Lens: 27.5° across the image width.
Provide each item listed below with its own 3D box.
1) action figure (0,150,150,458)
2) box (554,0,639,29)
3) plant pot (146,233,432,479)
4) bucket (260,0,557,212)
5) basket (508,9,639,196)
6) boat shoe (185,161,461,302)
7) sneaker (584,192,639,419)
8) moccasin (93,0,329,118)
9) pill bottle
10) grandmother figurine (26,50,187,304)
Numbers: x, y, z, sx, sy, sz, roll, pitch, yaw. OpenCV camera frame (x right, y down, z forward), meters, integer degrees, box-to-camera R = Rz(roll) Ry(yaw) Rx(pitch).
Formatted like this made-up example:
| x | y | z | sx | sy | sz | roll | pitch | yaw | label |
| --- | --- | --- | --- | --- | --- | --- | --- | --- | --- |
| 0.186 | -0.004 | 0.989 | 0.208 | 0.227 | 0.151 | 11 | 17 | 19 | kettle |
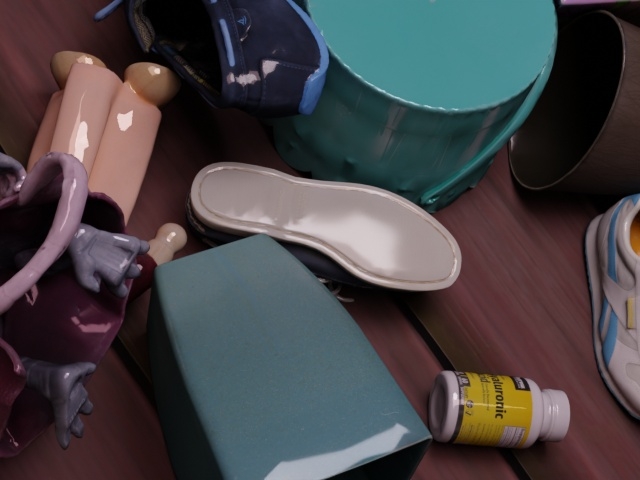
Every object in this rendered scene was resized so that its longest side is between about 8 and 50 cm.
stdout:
| x | y | z | sx | sy | sz | roll | pitch | yaw | label |
| --- | --- | --- | --- | --- | --- | --- | --- | --- | --- |
| -0.323 | 0.008 | 0.952 | 0.370 | 0.275 | 0.248 | 28 | 79 | 14 | action figure |
| 0.338 | -0.284 | 1.304 | 0.243 | 0.213 | 0.117 | -4 | 93 | 1 | box |
| -0.048 | 0.124 | 1.082 | 0.166 | 0.165 | 0.234 | -17 | 62 | -22 | plant pot |
| 0.081 | -0.182 | 1.247 | 0.281 | 0.183 | 0.281 | 6 | 65 | -13 | bucket |
| 0.335 | -0.115 | 1.292 | 0.227 | 0.204 | 0.154 | 9 | 54 | -21 | basket |
| 0.000 | 0.000 | 1.197 | 0.255 | 0.079 | 0.095 | 11 | 65 | -7 | boat shoe |
| 0.311 | 0.065 | 1.240 | 0.087 | 0.092 | 0.228 | -4 | 70 | -18 | sneaker |
| -0.122 | -0.225 | 1.180 | 0.117 | 0.137 | 0.342 | -10 | 35 | -35 | moccasin |
| 0.160 | 0.153 | 1.173 | 0.116 | 0.065 | 0.065 | 7 | 63 | -13 | pill bottle |
| -0.225 | -0.004 | 1.129 | 0.208 | 0.104 | 0.342 | 4 | 60 | 7 | grandmother figurine |
